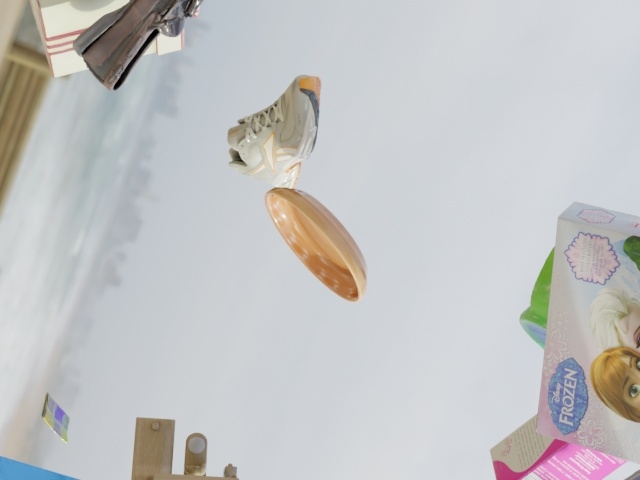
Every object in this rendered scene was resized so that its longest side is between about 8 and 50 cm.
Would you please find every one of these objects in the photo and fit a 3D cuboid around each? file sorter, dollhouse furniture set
[{"bbox_3d":[-0.485,0.433,2.205,0.104,0.170,0.118,-21,-125,40],"label":"file sorter"},{"bbox_3d":[-0.187,0.299,1.895,0.151,0.144,0.123,116,-23,-71],"label":"dollhouse furniture set"}]

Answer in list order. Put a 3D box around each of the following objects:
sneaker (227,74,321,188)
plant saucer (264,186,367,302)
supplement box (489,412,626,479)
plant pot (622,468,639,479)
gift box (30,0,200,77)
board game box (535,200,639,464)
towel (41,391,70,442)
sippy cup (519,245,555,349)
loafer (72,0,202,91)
[{"bbox_3d":[-0.074,-0.160,2.030,0.262,0.121,0.099,117,-19,-57],"label":"sneaker"},{"bbox_3d":[0.000,0.000,1.909,0.037,0.200,0.200,-40,-179,-15],"label":"plant saucer"},{"bbox_3d":[0.401,0.349,2.263,0.220,0.114,0.111,-40,-154,22],"label":"supplement box"},{"bbox_3d":[0.429,0.312,1.443,0.236,0.212,0.236,-19,160,-39],"label":"plant pot"},{"bbox_3d":[-0.331,-0.426,2.139,0.276,0.258,0.255,114,-42,-71],"label":"gift box"},{"bbox_3d":[0.438,0.139,1.703,0.066,0.318,0.319,-33,130,-52],"label":"board game box"},{"bbox_3d":[-0.466,0.313,2.408,0.060,0.009,0.083,-93,159,-51],"label":"towel"},{"bbox_3d":[0.490,0.116,2.282,0.224,0.240,0.305,-51,160,-7],"label":"sippy cup"},{"bbox_3d":[-0.231,-0.316,1.953,0.302,0.095,0.109,-28,-178,37],"label":"loafer"}]
